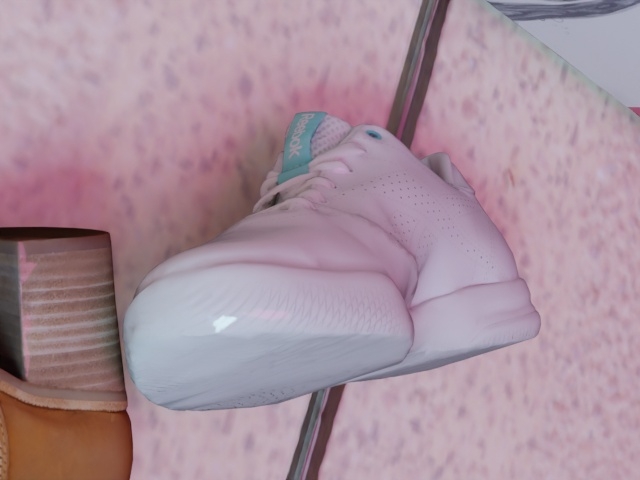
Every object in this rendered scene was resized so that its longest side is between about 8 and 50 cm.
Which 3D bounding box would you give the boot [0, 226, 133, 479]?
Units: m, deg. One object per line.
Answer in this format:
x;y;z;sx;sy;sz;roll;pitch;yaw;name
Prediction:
-0.127;0.076;0.369;0.197;0.073;0.152;-2;95;-41;boot

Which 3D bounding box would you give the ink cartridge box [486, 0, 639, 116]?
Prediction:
0.141;-0.181;0.594;0.283;0.117;0.207;28;71;-40;ink cartridge box

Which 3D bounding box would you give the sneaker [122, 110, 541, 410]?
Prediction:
0.000;0.000;0.484;0.212;0.080;0.094;2;71;-63;sneaker
